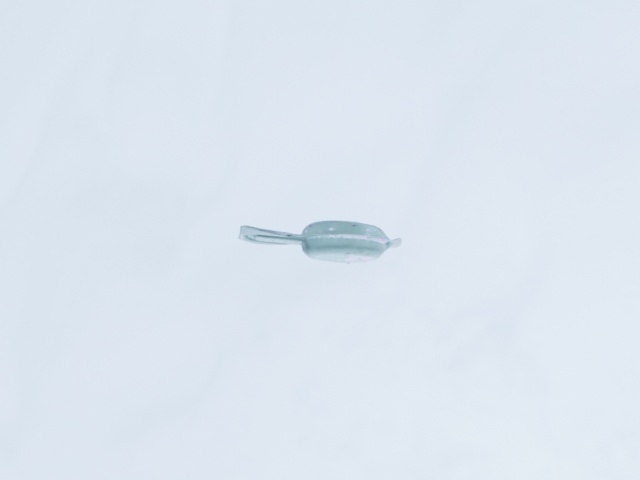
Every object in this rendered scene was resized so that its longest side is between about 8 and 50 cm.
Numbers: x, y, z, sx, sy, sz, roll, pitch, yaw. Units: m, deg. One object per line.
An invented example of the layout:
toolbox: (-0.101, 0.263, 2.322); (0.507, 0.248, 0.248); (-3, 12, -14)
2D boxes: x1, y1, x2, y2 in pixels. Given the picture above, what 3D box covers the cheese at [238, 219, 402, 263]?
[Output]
cheese: (0.000, 0.000, 1.338); (0.067, 0.120, 0.026); (114, 160, -79)
